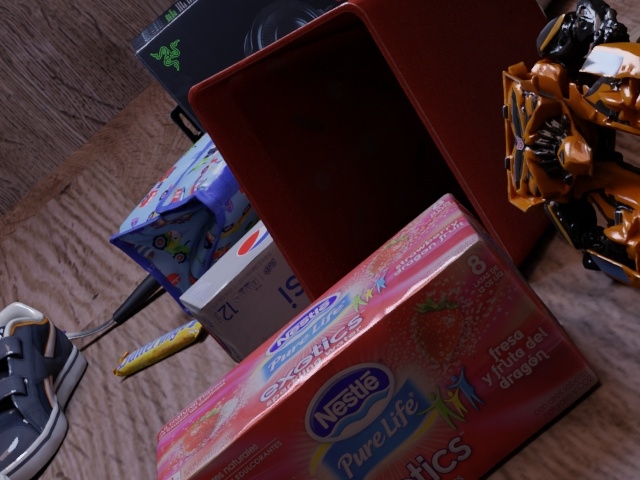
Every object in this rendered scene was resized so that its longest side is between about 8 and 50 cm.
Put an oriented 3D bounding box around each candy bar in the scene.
[{"bbox_3d":[-0.177,0.119,2.217,0.161,0.018,0.040,-27,20,41],"label":"candy bar"}]

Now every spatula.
[{"bbox_3d":[-0.280,0.104,2.487,0.296,0.030,0.084,-36,14,19],"label":"spatula"}]

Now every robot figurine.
[{"bbox_3d":[0.217,-0.063,1.422,0.085,0.211,0.291,-10,16,-22],"label":"robot figurine"}]

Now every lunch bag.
[{"bbox_3d":[-0.086,-0.071,2.185,0.221,0.138,0.293,-49,3,-26],"label":"lunch bag"}]

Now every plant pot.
[{"bbox_3d":[0.091,-0.110,1.784,0.236,0.267,0.267,-38,10,-38],"label":"plant pot"}]

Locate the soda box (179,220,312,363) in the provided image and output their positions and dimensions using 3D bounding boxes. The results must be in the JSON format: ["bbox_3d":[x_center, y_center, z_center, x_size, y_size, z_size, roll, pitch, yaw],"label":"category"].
[{"bbox_3d":[0.000,0.000,1.962,0.286,0.098,0.091,-44,17,-10],"label":"soda box"}]

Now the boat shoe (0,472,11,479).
[{"bbox_3d":[-0.454,0.352,2.073,0.320,0.103,0.118,-46,16,-18],"label":"boat shoe"}]

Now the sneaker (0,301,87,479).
[{"bbox_3d":[-0.368,0.183,2.306,0.126,0.127,0.321,-36,17,14],"label":"sneaker"}]

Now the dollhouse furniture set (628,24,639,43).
[{"bbox_3d":[0.325,-0.158,1.546,0.129,0.129,0.183,-35,17,23],"label":"dollhouse furniture set"}]

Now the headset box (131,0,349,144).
[{"bbox_3d":[-0.073,-0.236,2.520,0.283,0.246,0.131,-40,15,2],"label":"headset box"}]

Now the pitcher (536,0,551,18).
[{"bbox_3d":[0.184,-0.280,2.242,0.178,0.125,0.207,-19,32,24],"label":"pitcher"}]

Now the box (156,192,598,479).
[{"bbox_3d":[0.034,0.123,1.446,0.300,0.142,0.154,-39,14,6],"label":"box"}]
